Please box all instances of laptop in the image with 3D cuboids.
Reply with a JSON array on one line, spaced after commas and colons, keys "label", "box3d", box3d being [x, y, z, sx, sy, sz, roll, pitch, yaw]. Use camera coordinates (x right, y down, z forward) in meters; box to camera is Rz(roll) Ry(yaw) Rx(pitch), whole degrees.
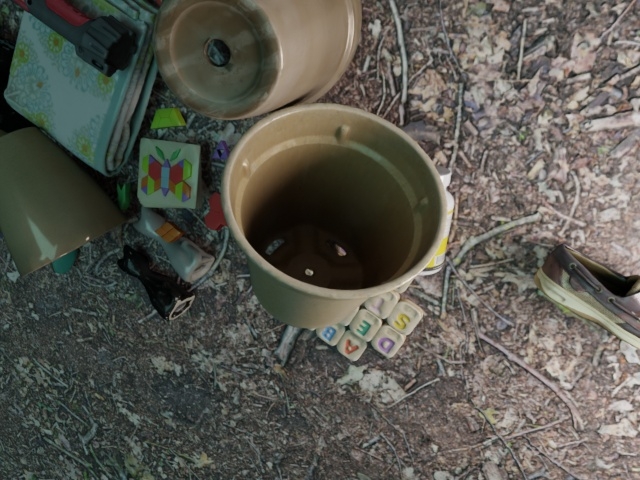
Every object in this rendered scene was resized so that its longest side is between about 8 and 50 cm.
[{"label": "laptop", "box3d": [-0.770, -0.409, 1.346, 0.264, 0.136, 0.234, 25, 123, -15]}]

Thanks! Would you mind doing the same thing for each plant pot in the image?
[{"label": "plant pot", "box3d": [-0.116, -0.325, 0.872, 0.323, 0.280, 0.323, 7, 122, 11]}, {"label": "plant pot", "box3d": [-0.613, -0.100, 1.234, 0.257, 0.256, 0.274, -22, 103, 31]}, {"label": "plant pot", "box3d": [0.000, 0.000, 0.938, 0.334, 0.334, 0.305, 35, 151, 9]}]

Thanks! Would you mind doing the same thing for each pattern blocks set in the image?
[{"label": "pattern blocks set", "box3d": [-0.323, -0.139, 1.194, 0.325, 0.026, 0.285, -6, 92, 29]}]

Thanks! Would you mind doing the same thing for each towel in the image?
[{"label": "towel", "box3d": [-0.495, -0.369, 1.170, 0.321, 0.090, 0.374, 37, 116, 14]}]

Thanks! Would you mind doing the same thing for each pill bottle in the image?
[{"label": "pill bottle", "box3d": [0.180, -0.039, 0.993, 0.103, 0.103, 0.184, 14, 115, 20]}]

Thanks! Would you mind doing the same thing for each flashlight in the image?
[{"label": "flashlight", "box3d": [-0.477, -0.436, 1.044, 0.304, 0.103, 0.103, 34, 141, 10]}]

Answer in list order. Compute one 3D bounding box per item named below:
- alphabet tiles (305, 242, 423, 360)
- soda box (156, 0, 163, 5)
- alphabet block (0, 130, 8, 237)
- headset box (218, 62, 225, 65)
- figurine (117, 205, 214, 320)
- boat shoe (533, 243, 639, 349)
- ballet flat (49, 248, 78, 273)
[{"label": "alphabet tiles", "box3d": [0.064, 0.117, 1.161, 0.284, 0.021, 0.278, 35, 121, 8]}, {"label": "soda box", "box3d": [-0.275, -0.465, 1.065, 0.060, 0.053, 0.169, -35, 92, 32]}, {"label": "alphabet block", "box3d": [-0.813, -0.138, 1.374, 0.197, 0.192, 0.193, 41, 120, 4]}, {"label": "headset box", "box3d": [-0.187, -0.305, 1.101, 0.062, 0.032, 0.083, -8, 106, 27]}, {"label": "figurine", "box3d": [-0.376, 0.046, 1.306, 0.209, 0.092, 0.215, 39, 121, 11]}, {"label": "boat shoe", "box3d": [0.497, 0.098, 0.903, 0.285, 0.103, 0.092, 29, 125, 19]}, {"label": "ballet flat", "box3d": [-0.662, -0.016, 1.433, 0.068, 0.072, 0.213, 41, 125, 38]}]
